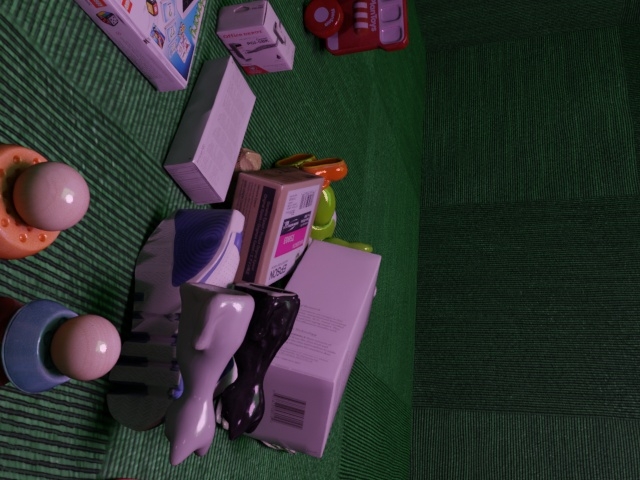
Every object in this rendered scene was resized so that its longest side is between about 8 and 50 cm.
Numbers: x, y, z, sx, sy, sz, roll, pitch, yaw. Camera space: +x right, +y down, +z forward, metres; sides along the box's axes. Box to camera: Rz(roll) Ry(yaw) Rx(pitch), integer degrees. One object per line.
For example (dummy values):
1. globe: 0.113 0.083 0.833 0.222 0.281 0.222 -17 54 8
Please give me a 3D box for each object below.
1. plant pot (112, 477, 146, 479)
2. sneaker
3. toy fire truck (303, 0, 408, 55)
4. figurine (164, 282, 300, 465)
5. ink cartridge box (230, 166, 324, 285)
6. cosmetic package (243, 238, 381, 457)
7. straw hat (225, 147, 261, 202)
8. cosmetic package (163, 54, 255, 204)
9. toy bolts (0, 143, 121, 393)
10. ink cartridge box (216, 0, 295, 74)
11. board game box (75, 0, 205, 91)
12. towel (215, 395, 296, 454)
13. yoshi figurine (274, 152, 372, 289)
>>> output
1. plant pot: -0.154 0.448 0.702 0.272 0.272 0.265 52 48 -59
2. sneaker: -0.183 0.120 0.860 0.182 0.127 0.315 59 41 -61
3. toy fire truck: 0.101 -0.624 1.536 0.169 0.254 0.302 9 79 -71
4. figurine: -0.116 0.163 0.758 0.215 0.092 0.209 11 90 -68
5. ink cartridge box: -0.085 -0.030 1.101 0.235 0.088 0.193 -29 134 -69
6. cosmetic package: -0.006 0.180 1.104 0.365 0.155 0.197 -63 163 -56
7. straw hat: -0.139 -0.137 1.082 0.144 0.061 0.144 -2 90 -71
8. cosmetic package: -0.176 -0.183 0.978 0.099 0.060 0.239 61 33 -49
9. toy bolts: -0.278 0.050 0.509 0.218 0.159 0.228 -63 146 -54
10. ink cartridge box: -0.118 -0.372 1.111 0.135 0.099 0.056 44 48 -62
11. board game box: -0.233 -0.395 0.853 0.193 0.053 0.305 51 41 -58
12. towel: -0.103 0.273 1.180 0.325 0.038 0.247 55 37 -55
13. yoshi figurine: 0.017 -0.009 1.330 0.203 0.203 0.362 -61 147 -67
